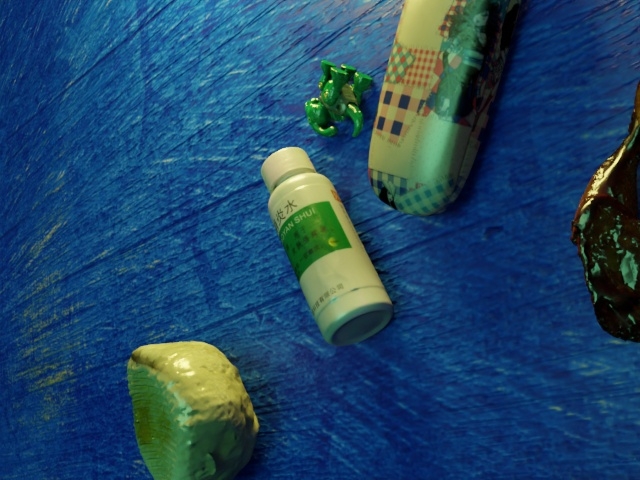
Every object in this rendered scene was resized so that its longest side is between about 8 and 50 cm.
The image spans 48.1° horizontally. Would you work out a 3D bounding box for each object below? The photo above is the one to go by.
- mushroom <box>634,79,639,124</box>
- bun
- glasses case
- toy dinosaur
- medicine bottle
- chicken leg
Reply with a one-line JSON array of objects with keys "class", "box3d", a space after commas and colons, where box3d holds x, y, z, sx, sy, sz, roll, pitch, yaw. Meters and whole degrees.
[{"class": "mushroom", "box3d": [0.321, -0.121, 0.588, 0.123, 0.052, 0.123, -18, 65, 44]}, {"class": "bun", "box3d": [-0.177, 0.238, 1.018, 0.244, 0.153, 0.244, 30, 127, 48]}, {"class": "glasses case", "box3d": [0.133, -0.188, 0.781, 0.125, 0.076, 0.328, 23, 103, 44]}, {"class": "toy dinosaur", "box3d": [0.022, -0.174, 0.923, 0.132, 0.059, 0.096, 51, 130, 48]}, {"class": "medicine bottle", "box3d": [0.000, 0.000, 0.894, 0.095, 0.095, 0.260, -47, 53, 33]}, {"class": "chicken leg", "box3d": [0.270, -0.013, 0.637, 0.093, 0.053, 0.205, -12, 83, 22]}]
